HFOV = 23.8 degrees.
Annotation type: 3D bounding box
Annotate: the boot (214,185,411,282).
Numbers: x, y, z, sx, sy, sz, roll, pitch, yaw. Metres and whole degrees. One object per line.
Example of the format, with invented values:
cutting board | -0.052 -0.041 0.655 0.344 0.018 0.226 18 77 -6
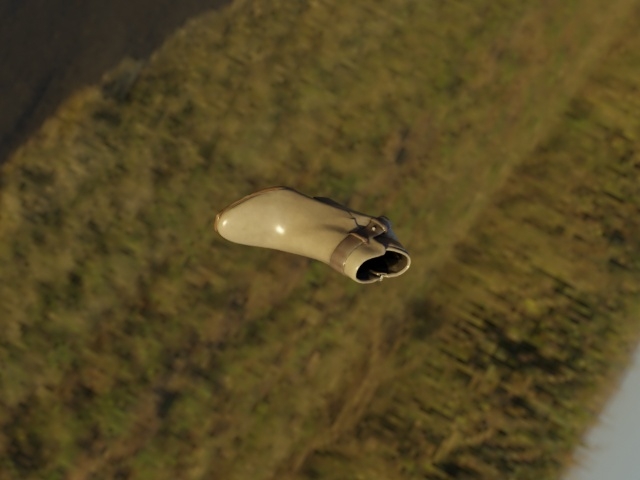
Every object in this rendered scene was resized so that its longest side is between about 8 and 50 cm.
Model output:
boot | 0.000 0.000 1.013 0.118 0.087 0.042 -11 126 -37
